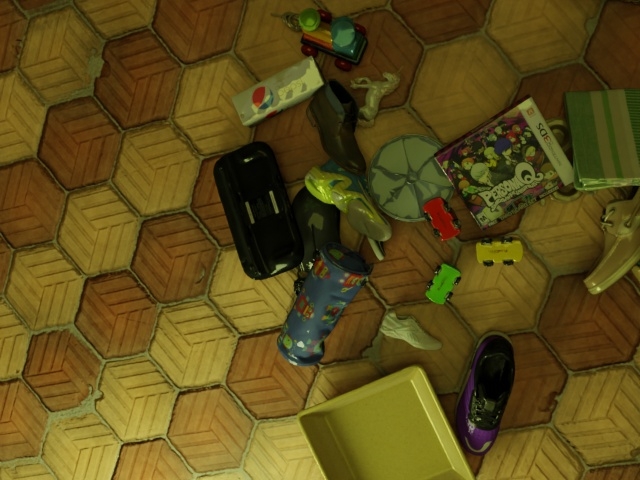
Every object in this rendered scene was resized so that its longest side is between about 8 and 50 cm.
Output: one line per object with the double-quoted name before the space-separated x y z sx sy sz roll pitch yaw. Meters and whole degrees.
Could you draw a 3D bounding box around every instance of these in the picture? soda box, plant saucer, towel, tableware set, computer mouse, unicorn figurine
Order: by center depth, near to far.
"towel" 0.686 -0.212 1.135 0.324 0.038 0.248 0 64 11
"tableware set" 0.533 -0.177 1.213 0.128 0.039 0.194 -14 93 11
"unicorn figurine" 0.117 -0.336 1.268 0.111 0.060 0.162 18 114 8
"soda box" -0.095 -0.346 1.293 0.216 0.069 0.074 -24 91 12
"computer mouse" 0.000 0.000 1.307 0.188 0.072 0.273 -10 93 12
"plant saucer" 0.158 0.492 1.321 0.332 0.081 0.333 -25 90 11

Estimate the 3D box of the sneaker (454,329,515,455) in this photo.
"sneaker" 0.369 0.358 1.237 0.102 0.146 0.294 10 96 9

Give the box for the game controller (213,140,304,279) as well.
"game controller" -0.148 -0.071 1.308 0.166 0.067 0.320 -20 84 14

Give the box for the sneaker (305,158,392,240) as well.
"sneaker" 0.087 -0.109 1.251 0.240 0.091 0.126 39 64 6

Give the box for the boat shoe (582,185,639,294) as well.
"boat shoe" 0.652 -0.041 1.171 0.110 0.121 0.341 35 89 12

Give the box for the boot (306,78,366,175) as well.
"boot" 0.048 -0.255 1.230 0.219 0.082 0.106 56 144 16

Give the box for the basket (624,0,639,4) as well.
"basket" 0.654 -0.601 1.064 0.298 0.213 0.223 15 98 8

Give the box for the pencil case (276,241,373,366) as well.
"pencil case" 0.007 0.145 1.262 0.119 0.133 0.306 46 122 35

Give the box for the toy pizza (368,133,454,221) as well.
"toy pizza" 0.211 -0.145 1.276 0.201 0.032 0.202 1 97 8

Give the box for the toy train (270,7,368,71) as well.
"toy train" -0.021 -0.477 1.230 0.247 0.143 0.105 24 98 7

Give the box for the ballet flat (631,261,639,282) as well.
"ballet flat" 0.762 0.118 1.184 0.232 0.080 0.073 26 114 8

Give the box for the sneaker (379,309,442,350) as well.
"sneaker" 0.218 0.213 1.298 0.152 0.053 0.061 21 96 8

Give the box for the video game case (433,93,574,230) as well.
"video game case" 0.400 -0.162 1.194 0.232 0.042 0.210 -31 105 21

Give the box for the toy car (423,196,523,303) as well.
"toy car" 0.309 0.041 1.252 0.239 0.053 0.225 30 114 13

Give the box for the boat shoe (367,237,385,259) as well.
"boat shoe" 0.126 -0.024 1.295 0.040 0.049 0.142 -23 89 11
